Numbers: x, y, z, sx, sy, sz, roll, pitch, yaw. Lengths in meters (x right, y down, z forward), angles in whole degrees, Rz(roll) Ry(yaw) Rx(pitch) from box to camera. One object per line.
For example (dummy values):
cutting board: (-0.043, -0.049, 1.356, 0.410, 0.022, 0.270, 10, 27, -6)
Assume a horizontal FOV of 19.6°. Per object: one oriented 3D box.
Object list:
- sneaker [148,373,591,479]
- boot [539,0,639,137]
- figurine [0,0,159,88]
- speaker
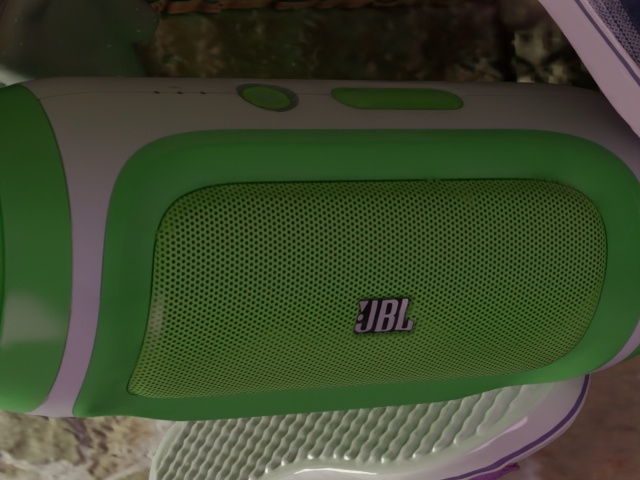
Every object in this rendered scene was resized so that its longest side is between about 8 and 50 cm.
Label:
sneaker: (0.058, 0.109, 0.955, 0.161, 0.102, 0.282, 30, 146, -32)
boot: (0.137, -0.100, 0.697, 0.086, 0.069, 0.190, -22, 132, 34)
figurine: (-0.135, -0.036, 0.812, 0.215, 0.092, 0.209, -16, 144, 24)
speaker: (0.000, 0.000, 0.725, 0.297, 0.131, 0.131, -2, 147, -28)
